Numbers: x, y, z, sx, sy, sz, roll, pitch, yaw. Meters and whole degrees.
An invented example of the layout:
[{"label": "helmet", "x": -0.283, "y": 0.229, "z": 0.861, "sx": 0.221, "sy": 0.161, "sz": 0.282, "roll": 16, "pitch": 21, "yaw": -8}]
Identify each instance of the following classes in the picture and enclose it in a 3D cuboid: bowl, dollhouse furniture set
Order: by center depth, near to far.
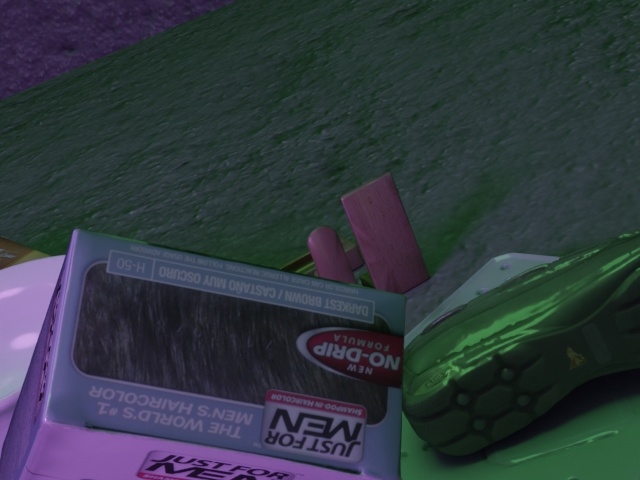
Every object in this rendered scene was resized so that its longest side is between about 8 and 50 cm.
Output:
[{"label": "bowl", "x": -0.285, "y": 0.144, "z": 1.206, "sx": 0.297, "sy": 0.134, "sz": 0.298, "roll": -19, "pitch": 23, "yaw": 8}, {"label": "dollhouse furniture set", "x": 0.000, "y": 0.000, "z": 1.399, "sx": 0.144, "sy": 0.123, "sz": 0.151, "roll": -28, "pitch": 24, "yaw": -15}]

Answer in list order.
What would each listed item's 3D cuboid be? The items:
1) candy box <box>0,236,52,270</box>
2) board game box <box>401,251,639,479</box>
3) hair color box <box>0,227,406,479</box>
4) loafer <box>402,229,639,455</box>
[{"label": "candy box", "x": -0.390, "y": 0.090, "z": 1.589, "sx": 0.183, "sy": 0.088, "sz": 0.316, "roll": -34, "pitch": 26, "yaw": -26}, {"label": "board game box", "x": 0.180, "y": 0.146, "z": 1.027, "sx": 0.390, "sy": 0.050, "sz": 0.390, "roll": 7, "pitch": 36, "yaw": 47}, {"label": "hair color box", "x": -0.097, "y": 0.137, "z": 0.840, "sx": 0.185, "sy": 0.374, "sz": 0.114, "roll": 12, "pitch": 62, "yaw": -14}, {"label": "loafer", "x": 0.201, "y": 0.048, "z": 1.007, "sx": 0.319, "sy": 0.112, "sz": 0.111, "roll": -24, "pitch": 29, "yaw": 3}]
